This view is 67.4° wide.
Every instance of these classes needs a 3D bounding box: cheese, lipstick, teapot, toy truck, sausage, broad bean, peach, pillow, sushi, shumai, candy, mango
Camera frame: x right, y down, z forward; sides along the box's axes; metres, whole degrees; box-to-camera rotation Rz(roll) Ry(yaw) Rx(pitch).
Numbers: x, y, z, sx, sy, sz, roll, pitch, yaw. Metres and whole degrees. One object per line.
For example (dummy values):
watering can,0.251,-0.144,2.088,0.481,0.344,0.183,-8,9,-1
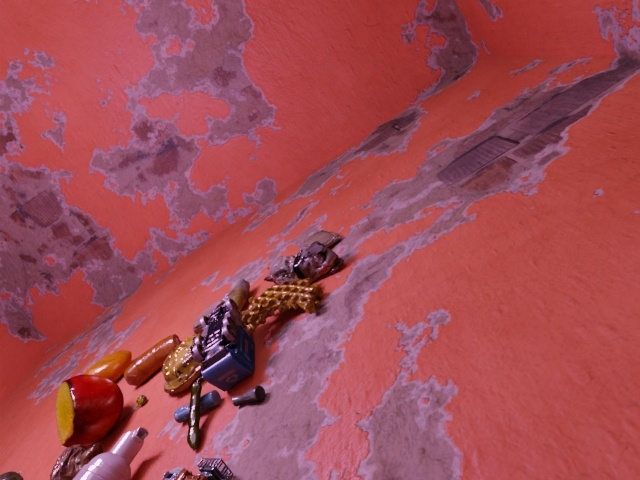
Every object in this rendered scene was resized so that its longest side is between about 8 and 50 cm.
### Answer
cheese,-0.444,0.304,2.072,0.163,0.082,0.286,-25,21,28
lipstick,-0.385,0.519,1.497,0.158,0.048,0.048,-30,19,16
teapot,-0.209,0.449,1.374,0.111,0.042,0.042,-29,19,32
toy truck,-0.310,0.587,1.152,0.178,0.080,0.115,-20,19,37
sausage,-0.701,0.501,2.014,0.271,0.108,0.109,-38,19,-6
broad bean,-0.370,0.511,1.416,0.069,0.039,0.226,-53,32,38
peach,-0.855,0.625,1.771,0.246,0.248,0.275,-19,20,-23
pillow,0.000,0.000,2.069,0.119,0.053,0.208,-36,18,-13
sushi,-0.066,0.097,1.832,0.332,0.130,0.124,-25,21,27
shumai,-0.756,0.732,1.523,0.153,0.161,0.209,-15,-6,-6
candy,-0.708,0.636,1.819,0.123,0.035,0.035,-47,-12,-5
mango,-0.991,0.606,2.235,0.252,0.126,0.154,-39,6,-31
toy truck,-0.319,0.343,1.609,0.146,0.175,0.367,-33,19,5

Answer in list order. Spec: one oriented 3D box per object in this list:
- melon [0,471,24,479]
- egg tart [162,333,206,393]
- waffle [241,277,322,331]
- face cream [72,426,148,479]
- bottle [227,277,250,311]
melon,-1.178,0.934,1.780,0.114,0.114,0.167,-21,26,37
egg tart,-0.493,0.439,1.771,0.279,0.095,0.279,-40,20,18
waffle,-0.135,0.208,1.687,0.293,0.069,0.259,-17,19,5
face cream,-0.621,0.695,1.341,0.145,0.145,0.369,-23,21,35
bottle,-0.353,0.262,2.016,0.083,0.083,0.269,-29,25,19
